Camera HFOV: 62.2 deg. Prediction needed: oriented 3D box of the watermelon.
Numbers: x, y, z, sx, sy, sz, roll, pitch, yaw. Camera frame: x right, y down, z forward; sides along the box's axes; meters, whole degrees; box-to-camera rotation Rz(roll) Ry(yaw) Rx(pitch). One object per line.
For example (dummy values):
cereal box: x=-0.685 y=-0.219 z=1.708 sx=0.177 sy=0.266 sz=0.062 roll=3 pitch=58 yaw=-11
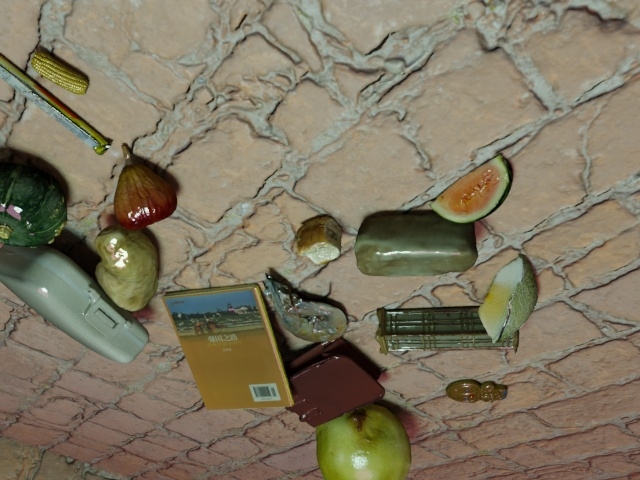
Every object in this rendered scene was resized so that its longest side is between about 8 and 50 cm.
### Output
watermelon: x=0.286 y=-0.070 z=0.954 sx=0.086 sy=0.069 sz=0.163 roll=30 pitch=133 yaw=-25

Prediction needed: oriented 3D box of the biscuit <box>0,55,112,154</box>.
biscuit: x=-0.489 y=-0.248 z=0.912 sx=0.048 sy=0.026 sz=0.292 roll=-20 pitch=131 yaw=35

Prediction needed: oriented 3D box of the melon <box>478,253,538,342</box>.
melon: x=0.423 y=0.119 z=1.156 sx=0.139 sy=0.093 sz=0.203 roll=-1 pitch=115 yaw=-31

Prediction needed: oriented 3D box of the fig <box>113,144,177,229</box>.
fig: x=-0.332 y=-0.094 z=1.007 sx=0.118 sy=0.119 sz=0.153 roll=9 pitch=125 yaw=-1

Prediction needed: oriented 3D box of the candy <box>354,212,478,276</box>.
candy: x=0.184 y=0.010 z=1.035 sx=0.233 sy=0.104 sz=0.102 roll=1 pitch=141 yaw=7

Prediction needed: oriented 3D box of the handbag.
handbag: x=0.013 y=0.407 z=1.493 sx=0.275 sy=0.084 sz=0.260 roll=-33 pitch=128 yaw=18

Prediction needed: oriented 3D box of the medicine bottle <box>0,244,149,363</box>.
medicine bottle: x=-0.593 y=0.152 z=1.273 sx=0.282 sy=0.123 sz=0.375 roll=10 pitch=144 yaw=34

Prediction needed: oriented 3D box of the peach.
peach: x=0.133 y=0.665 z=1.670 sx=0.314 sy=0.282 sz=0.316 roll=22 pitch=130 yaw=-7

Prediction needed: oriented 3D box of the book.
book: x=-0.235 y=0.289 z=1.381 sx=0.262 sy=0.028 sz=0.374 roll=-6 pitch=114 yaw=17

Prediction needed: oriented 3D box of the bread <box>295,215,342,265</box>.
bread: x=0.000 y=-0.002 z=1.072 sx=0.070 sy=0.083 sz=0.076 roll=-32 pitch=126 yaw=33

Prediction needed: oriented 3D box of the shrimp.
shrimp: x=-0.035 y=0.172 z=1.298 sx=0.164 sy=0.062 sz=0.317 roll=-15 pitch=138 yaw=19

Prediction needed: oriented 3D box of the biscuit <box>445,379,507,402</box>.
biscuit: x=0.456 y=0.445 z=1.553 sx=0.174 sy=0.026 sz=0.124 roll=-3 pitch=139 yaw=13

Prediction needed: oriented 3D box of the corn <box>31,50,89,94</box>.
corn: x=-0.425 y=-0.272 z=0.867 sx=0.092 sy=0.037 sz=0.037 roll=29 pitch=136 yaw=-25

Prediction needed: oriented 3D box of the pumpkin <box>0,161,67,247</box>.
pumpkin: x=-0.597 y=-0.068 z=1.047 sx=0.190 sy=0.147 sz=0.190 roll=3 pitch=162 yaw=1

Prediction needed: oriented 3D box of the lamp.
lamp: x=0.298 y=0.213 z=1.264 sx=0.325 sy=0.089 sz=0.090 roll=-5 pitch=138 yaw=14

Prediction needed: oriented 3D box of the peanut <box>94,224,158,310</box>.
peanut: x=-0.430 y=0.060 z=1.182 sx=0.137 sy=0.122 sz=0.253 roll=0 pitch=140 yaw=-18
